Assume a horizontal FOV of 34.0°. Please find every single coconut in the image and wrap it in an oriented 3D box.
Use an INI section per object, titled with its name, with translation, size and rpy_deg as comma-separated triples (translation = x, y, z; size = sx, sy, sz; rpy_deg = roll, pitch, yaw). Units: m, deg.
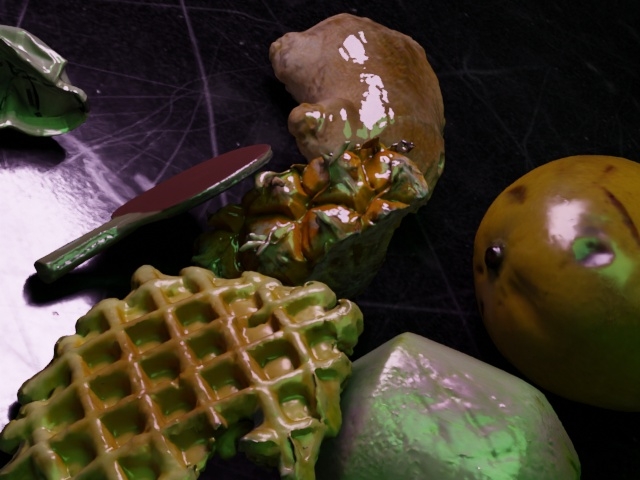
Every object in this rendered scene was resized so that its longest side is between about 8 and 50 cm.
[coconut]
translation = 0.077, 0.179, 0.814
size = 0.236, 0.204, 0.236
rpy_deg = 1, 52, -1

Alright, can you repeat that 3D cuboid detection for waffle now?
[waffle]
translation = -0.104, 0.109, 0.758
size = 0.250, 0.056, 0.261
rpy_deg = 6, 44, 20

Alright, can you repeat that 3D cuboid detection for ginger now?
[ginger]
translation = 0.038, -0.151, 1.197
size = 0.221, 0.130, 0.275
rpy_deg = -24, 61, -40

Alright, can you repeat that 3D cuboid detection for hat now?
[hat]
translation = -0.309, -0.139, 0.960
size = 0.166, 0.081, 0.122
rpy_deg = -27, 109, -35

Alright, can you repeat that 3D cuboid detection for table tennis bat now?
[table tennis bat]
translation = -0.146, -0.030, 0.937
size = 0.246, 0.138, 0.022
rpy_deg = -33, 108, -33

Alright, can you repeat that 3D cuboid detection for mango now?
[mango]
translation = 0.345, 0.035, 1.172
size = 0.445, 0.220, 0.301
rpy_deg = -10, 55, -49

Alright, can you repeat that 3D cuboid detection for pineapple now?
[pineapple]
translation = 0.000, 0.000, 0.993
size = 0.236, 0.186, 0.114
rpy_deg = -27, 69, -5
